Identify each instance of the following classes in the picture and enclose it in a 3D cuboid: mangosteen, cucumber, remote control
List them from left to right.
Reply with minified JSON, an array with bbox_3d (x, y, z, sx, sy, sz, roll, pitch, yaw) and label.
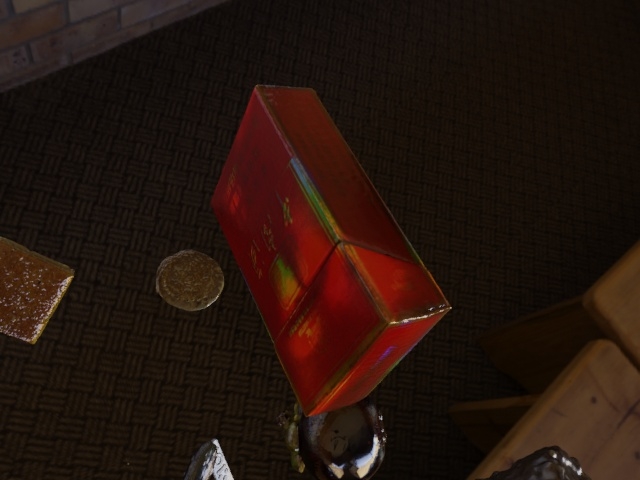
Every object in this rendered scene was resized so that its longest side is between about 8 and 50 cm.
[{"bbox_3d":[-0.338,0.656,1.481,0.072,0.081,0.303,20,91,25],"label":"cucumber"},{"bbox_3d":[-0.275,0.623,1.586,0.050,0.027,0.184,-37,118,-47],"label":"remote control"},{"bbox_3d":[0.049,0.605,1.801,0.330,0.330,0.330,6,68,-16],"label":"mangosteen"}]

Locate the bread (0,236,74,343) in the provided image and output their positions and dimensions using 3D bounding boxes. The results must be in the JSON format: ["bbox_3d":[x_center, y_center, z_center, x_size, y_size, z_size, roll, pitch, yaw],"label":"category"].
[{"bbox_3d":[-0.340,0.057,0.654,0.090,0.035,0.094,31,90,-27],"label":"bread"}]

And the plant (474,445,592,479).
[{"bbox_3d":[0.215,0.321,0.637,0.132,0.194,0.129,52,18,22],"label":"plant"}]

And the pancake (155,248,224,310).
[{"bbox_3d":[-0.209,0.062,0.932,0.115,0.011,0.115,9,51,-11],"label":"pancake"}]

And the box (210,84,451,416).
[{"bbox_3d":[-0.013,0.007,0.651,0.089,0.197,0.313,-7,55,-35],"label":"box"}]
